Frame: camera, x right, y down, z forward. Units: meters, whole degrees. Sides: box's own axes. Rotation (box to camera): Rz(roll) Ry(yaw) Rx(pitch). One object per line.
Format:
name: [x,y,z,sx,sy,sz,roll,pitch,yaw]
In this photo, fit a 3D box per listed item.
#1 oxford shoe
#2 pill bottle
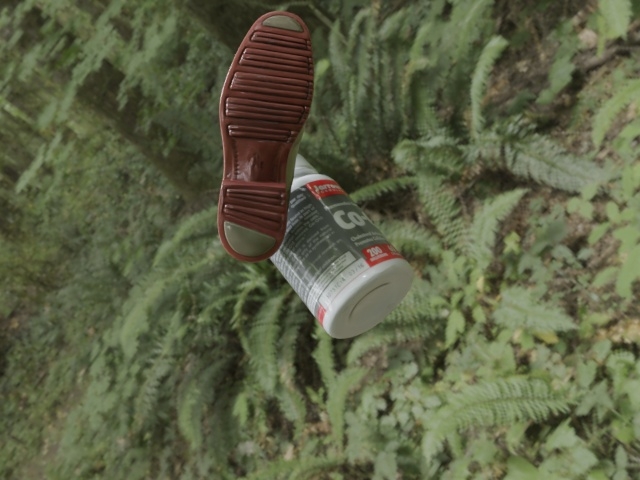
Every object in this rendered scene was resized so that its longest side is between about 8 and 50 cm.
oxford shoe: [-0.085,-0.146,1.118,0.130,0.123,0.348,-146,68,-87]
pill bottle: [0.000,0.000,1.227,0.161,0.283,0.161,-30,-29,-18]
